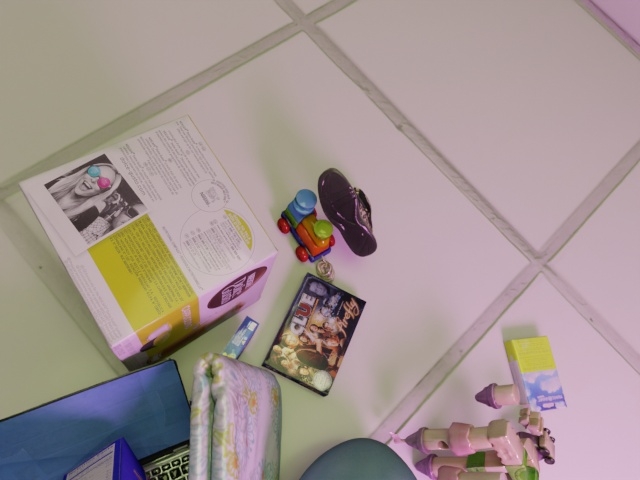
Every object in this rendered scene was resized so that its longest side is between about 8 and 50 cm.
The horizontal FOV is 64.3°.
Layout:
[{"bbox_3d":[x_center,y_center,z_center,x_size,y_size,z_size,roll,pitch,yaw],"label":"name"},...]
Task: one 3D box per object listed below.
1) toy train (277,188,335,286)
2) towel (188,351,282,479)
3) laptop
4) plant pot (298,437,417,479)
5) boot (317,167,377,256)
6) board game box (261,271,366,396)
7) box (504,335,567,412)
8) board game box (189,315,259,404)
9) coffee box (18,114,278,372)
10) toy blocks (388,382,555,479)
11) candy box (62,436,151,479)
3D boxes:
[{"bbox_3d":[0.000,0.000,1.237,0.105,0.143,0.248,-29,77,-22],"label":"toy train"},{"bbox_3d":[-0.144,0.415,0.941,0.090,0.320,0.375,-7,69,7],"label":"towel"},{"bbox_3d":[-0.380,0.484,0.900,0.381,0.236,0.408,-18,74,-19],"label":"laptop"},{"bbox_3d":[0.082,0.514,1.006,0.290,0.290,0.195,29,27,-1],"label":"plant pot"},{"bbox_3d":[0.065,-0.095,1.243,0.085,0.179,0.237,-23,116,15],"label":"boot"},{"bbox_3d":[-0.011,0.218,1.202,0.164,0.042,0.243,26,65,-2],"label":"board game box"},{"bbox_3d":[0.543,0.337,1.288,0.108,0.042,0.179,-3,70,-14],"label":"box"},{"bbox_3d":[-0.205,0.265,1.085,0.035,0.136,0.201,33,64,0],"label":"board game box"},{"bbox_3d":[-0.326,0.022,1.042,0.334,0.338,0.338,-30,78,-23],"label":"coffee box"},{"bbox_3d":[0.329,0.487,1.104,0.289,0.259,0.309,56,38,-19],"label":"toy blocks"},{"bbox_3d":[-0.282,0.499,0.760,0.122,0.317,0.268,-29,106,-14],"label":"candy box"}]
